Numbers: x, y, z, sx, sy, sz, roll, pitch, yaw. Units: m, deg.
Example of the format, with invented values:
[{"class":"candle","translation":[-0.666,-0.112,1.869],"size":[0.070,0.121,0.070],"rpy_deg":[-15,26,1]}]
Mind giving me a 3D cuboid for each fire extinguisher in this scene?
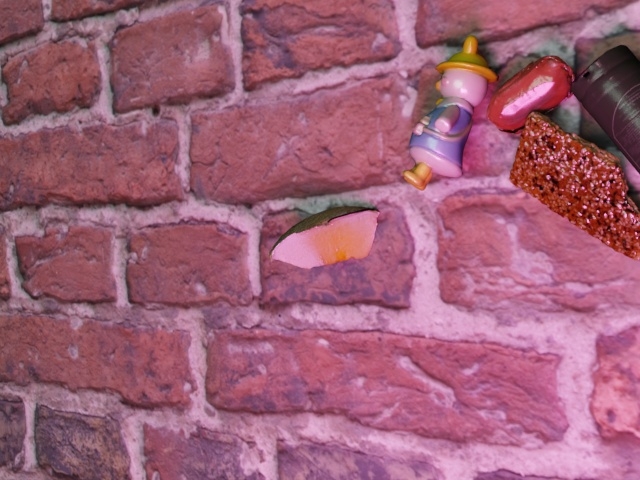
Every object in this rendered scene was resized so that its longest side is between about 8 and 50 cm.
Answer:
[{"class":"fire extinguisher","translation":[0.455,-0.112,1.143],"size":[0.114,0.095,0.311],"rpy_deg":[-34,71,-2]}]

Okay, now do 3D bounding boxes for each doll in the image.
[{"class":"doll","translation":[0.199,-0.190,1.315],"size":[0.099,0.135,0.241],"rpy_deg":[17,88,45]}]

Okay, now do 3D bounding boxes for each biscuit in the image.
[{"class":"biscuit","translation":[0.373,-0.075,1.222],"size":[0.237,0.026,0.131],"rpy_deg":[39,143,29]}]

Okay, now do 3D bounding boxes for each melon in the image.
[{"class":"melon","translation":[-0.002,-0.004,1.498],"size":[0.139,0.203,0.093],"rpy_deg":[-145,40,-67]}]

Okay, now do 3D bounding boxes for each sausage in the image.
[{"class":"sausage","translation":[0.307,-0.213,1.266],"size":[0.141,0.076,0.076],"rpy_deg":[-39,71,33]}]
